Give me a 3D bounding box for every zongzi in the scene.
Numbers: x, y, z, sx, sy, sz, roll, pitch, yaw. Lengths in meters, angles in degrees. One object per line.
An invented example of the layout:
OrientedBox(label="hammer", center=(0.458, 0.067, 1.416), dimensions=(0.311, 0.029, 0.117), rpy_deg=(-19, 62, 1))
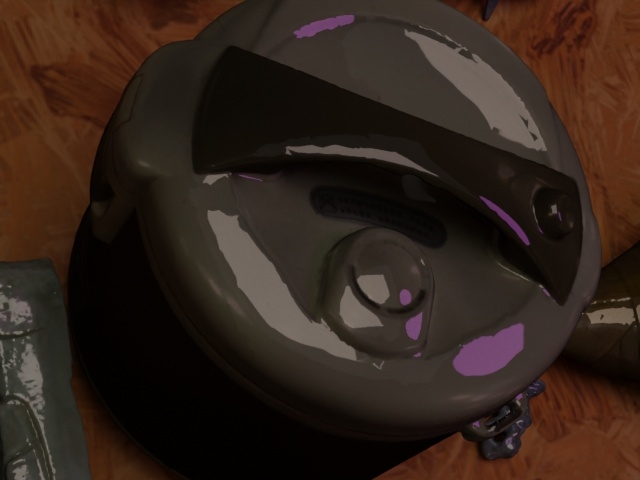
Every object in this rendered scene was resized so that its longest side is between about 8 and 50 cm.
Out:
OrientedBox(label="zongzi", center=(0.276, 0.022, 1.241), dimensions=(0.256, 0.115, 0.228), rpy_deg=(15, 59, -4))

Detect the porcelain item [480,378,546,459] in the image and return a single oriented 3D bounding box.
OrientedBox(label="porcelain item", center=(0.156, 0.145, 1.174), dimensions=(0.036, 0.028, 0.083), rpy_deg=(29, 60, 11))

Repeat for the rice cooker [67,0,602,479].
OrientedBox(label="rice cooker", center=(0.000, 0.000, 0.997), dimensions=(0.335, 0.325, 0.335), rpy_deg=(8, 66, -19))

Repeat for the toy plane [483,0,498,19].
OrientedBox(label="toy plane", center=(0.100, -0.247, 1.287), dimensions=(0.267, 0.212, 0.088), rpy_deg=(17, 105, -35))

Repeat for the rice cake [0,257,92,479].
OrientedBox(label="rice cake", center=(-0.190, 0.169, 1.000), dimensions=(0.066, 0.063, 0.336), rpy_deg=(-3, 68, -31))
